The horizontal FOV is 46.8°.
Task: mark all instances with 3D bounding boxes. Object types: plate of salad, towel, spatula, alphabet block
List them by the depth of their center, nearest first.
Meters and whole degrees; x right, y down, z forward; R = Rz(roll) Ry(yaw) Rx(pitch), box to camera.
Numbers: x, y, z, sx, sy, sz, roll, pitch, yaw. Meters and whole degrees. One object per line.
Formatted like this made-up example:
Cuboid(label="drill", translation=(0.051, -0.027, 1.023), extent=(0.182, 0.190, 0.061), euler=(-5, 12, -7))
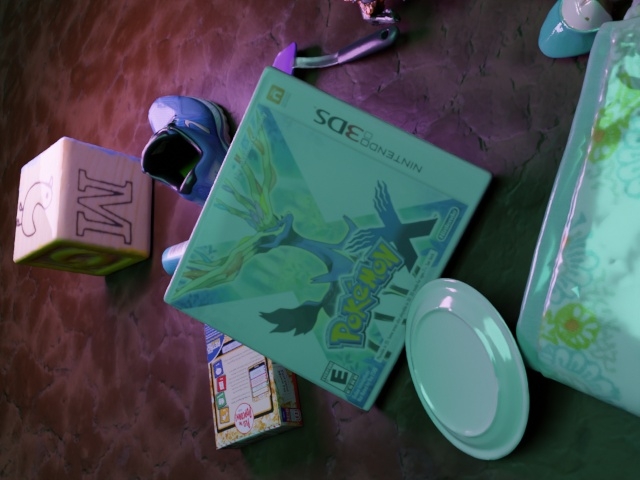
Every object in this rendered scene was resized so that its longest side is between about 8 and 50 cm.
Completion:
Cuboid(label="towel", translation=(0.346, -0.016, 0.613), extent=(0.321, 0.090, 0.374), euler=(21, 101, 49))
Cuboid(label="plate of salad", translation=(0.159, 0.137, 0.802), extent=(0.200, 0.048, 0.199), euler=(30, 125, 53))
Cuboid(label="spatula", translation=(0.008, -0.272, 1.102), extent=(0.297, 0.030, 0.084), euler=(-4, 74, 46))
Cuboid(label="alphabet block", translation=(-0.448, -0.055, 1.408), extent=(0.192, 0.193, 0.197), euler=(-21, 65, 44))

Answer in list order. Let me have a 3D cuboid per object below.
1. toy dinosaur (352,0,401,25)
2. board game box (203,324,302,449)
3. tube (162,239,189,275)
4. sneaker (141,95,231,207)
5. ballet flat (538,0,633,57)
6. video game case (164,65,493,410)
Cuboid(label="toy dinosaur", translation=(0.043, -0.407, 1.016), extent=(0.322, 0.164, 0.218), euler=(9, 117, 35))
Cuboid(label="board game box", translation=(-0.103, 0.193, 1.083), extent=(0.147, 0.045, 0.193), euler=(-29, 60, 38))
Cuboid(label="tube", translation=(-0.175, 0.014, 1.209), extent=(0.207, 0.052, 0.080), euler=(-16, 68, 38))
Cuboid(label="sneaker", translation=(-0.228, -0.164, 1.237), extent=(0.129, 0.147, 0.330), euler=(-59, 42, 17))
Cuboid(label="ballet flat", translation=(0.313, -0.253, 0.733), extent=(0.247, 0.087, 0.083), euler=(-11, 73, 45))
Cuboid(label="video game case", translation=(0.000, 0.000, 0.905), extent=(0.300, 0.036, 0.328), euler=(27, 103, 7))
